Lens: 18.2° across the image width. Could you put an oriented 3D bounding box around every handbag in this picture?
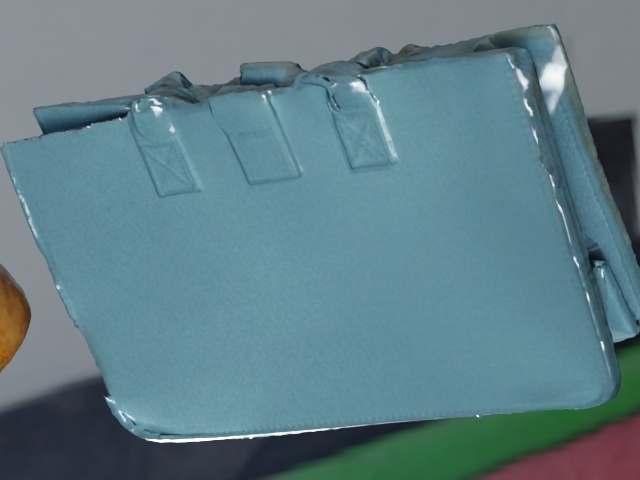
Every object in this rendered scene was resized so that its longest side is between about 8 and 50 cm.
[{"bbox_3d":[0.000,0.000,0.730,0.221,0.144,0.057,-5,-150,31],"label":"handbag"}]

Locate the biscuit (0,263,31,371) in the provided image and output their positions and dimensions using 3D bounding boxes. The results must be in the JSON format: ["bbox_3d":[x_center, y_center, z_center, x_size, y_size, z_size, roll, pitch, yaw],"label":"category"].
[{"bbox_3d":[-0.266,0.131,0.931,0.306,0.043,0.284,-17,-145,46],"label":"biscuit"}]
